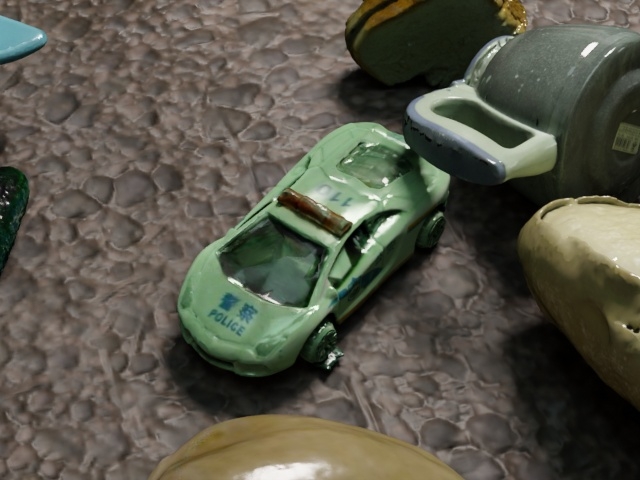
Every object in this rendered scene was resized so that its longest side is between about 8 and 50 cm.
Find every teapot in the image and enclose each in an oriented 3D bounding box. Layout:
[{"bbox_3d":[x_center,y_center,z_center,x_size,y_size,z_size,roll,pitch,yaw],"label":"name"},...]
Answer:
[{"bbox_3d":[0.122,-0.062,0.806,0.108,0.111,0.149,25,62,41],"label":"teapot"}]

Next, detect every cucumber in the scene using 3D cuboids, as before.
[{"bbox_3d":[-0.184,0.005,0.772,0.032,0.032,0.133,8,48,4],"label":"cucumber"}]

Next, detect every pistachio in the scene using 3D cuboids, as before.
[{"bbox_3d":[-0.008,0.136,0.621,0.186,0.108,0.126,-9,73,-19],"label":"pistachio"}]

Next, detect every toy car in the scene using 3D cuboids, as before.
[{"bbox_3d":[0.000,0.000,0.768,0.093,0.058,0.186,31,53,21],"label":"toy car"}]

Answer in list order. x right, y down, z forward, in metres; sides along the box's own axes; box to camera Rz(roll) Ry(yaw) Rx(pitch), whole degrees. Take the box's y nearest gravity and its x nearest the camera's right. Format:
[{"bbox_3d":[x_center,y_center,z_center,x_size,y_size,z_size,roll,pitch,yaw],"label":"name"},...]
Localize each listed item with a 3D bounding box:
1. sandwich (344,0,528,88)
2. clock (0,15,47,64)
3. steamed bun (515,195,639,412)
[{"bbox_3d":[0.071,-0.128,0.876,0.105,0.093,0.035,-23,47,21],"label":"sandwich"},{"bbox_3d":[-0.305,-0.105,0.825,0.274,0.094,0.223,18,51,10],"label":"clock"},{"bbox_3d":[0.220,0.056,0.693,0.231,0.110,0.212,-2,26,0],"label":"steamed bun"}]
